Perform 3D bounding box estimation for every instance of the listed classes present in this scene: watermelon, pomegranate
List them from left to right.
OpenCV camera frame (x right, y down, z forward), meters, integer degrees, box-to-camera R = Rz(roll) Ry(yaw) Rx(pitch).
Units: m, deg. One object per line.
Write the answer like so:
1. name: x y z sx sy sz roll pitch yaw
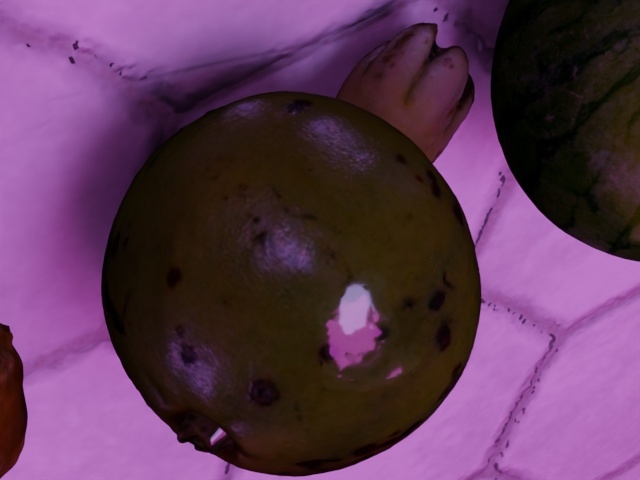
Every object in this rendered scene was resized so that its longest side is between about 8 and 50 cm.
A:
1. pomegranate: 0.000 0.000 0.730 0.248 0.202 0.202 -56 148 -22
2. watermelon: 0.181 -0.080 0.777 0.188 0.188 0.215 -32 167 -7

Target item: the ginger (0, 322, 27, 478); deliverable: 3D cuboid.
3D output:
1. ginger: -0.283 0.109 0.633 0.357 0.152 0.274 -36 163 -7
